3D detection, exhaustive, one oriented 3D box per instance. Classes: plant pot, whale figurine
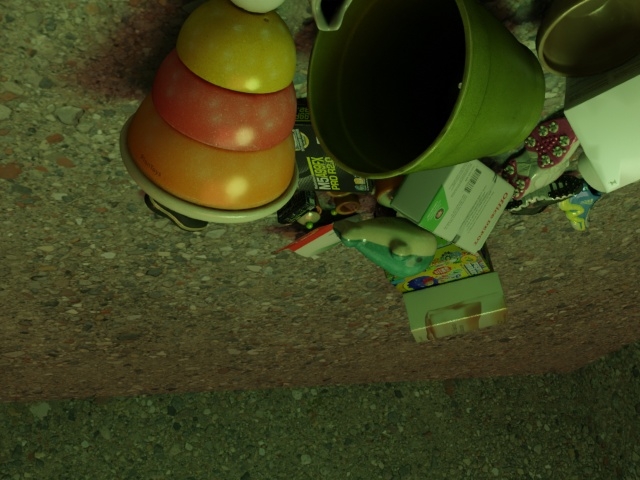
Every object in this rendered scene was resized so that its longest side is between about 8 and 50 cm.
[{"bbox_3d":[0.226,-0.289,1.274,0.353,0.367,0.366,-1,155,-43],"label":"plant pot"},{"bbox_3d":[0.161,0.017,1.760,0.272,0.216,0.141,6,110,-20],"label":"whale figurine"},{"bbox_3d":[0.518,-0.426,1.300,0.237,0.110,0.237,-7,153,-3],"label":"plant pot"}]

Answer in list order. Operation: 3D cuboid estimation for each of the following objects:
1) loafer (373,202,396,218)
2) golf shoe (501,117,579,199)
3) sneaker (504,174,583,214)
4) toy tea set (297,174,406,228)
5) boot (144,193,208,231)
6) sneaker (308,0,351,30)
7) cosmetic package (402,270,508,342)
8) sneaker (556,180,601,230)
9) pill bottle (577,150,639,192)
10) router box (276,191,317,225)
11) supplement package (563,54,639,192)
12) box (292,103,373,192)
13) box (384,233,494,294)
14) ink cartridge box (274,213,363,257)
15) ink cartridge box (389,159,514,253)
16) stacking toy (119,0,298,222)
[{"bbox_3d":[0.183,-0.071,1.982,0.061,0.062,0.170,30,161,8],"label":"loafer"},{"bbox_3d":[0.588,-0.220,1.761,0.140,0.115,0.306,-13,160,-23],"label":"golf shoe"},{"bbox_3d":[0.638,-0.126,1.979,0.234,0.078,0.106,-16,156,23],"label":"sneaker"},{"bbox_3d":[0.085,-0.107,1.785,0.336,0.124,0.200,-29,147,35],"label":"toy tea set"},{"bbox_3d":[-0.327,-0.095,1.747,0.137,0.077,0.198,-29,148,26],"label":"boot"},{"bbox_3d":[0.040,-0.456,1.071,0.111,0.129,0.297,-2,152,-9],"label":"sneaker"},{"bbox_3d":[0.418,0.209,2.120,0.296,0.129,0.153,-15,155,11],"label":"cosmetic package"},{"bbox_3d":[0.791,-0.105,2.047,0.126,0.091,0.240,-26,148,29],"label":"sneaker"},{"bbox_3d":[0.781,-0.246,1.674,0.169,0.169,0.301,5,151,-25],"label":"pill bottle"},{"bbox_3d":[-0.065,-0.105,1.779,0.038,0.092,0.122,16,145,-39],"label":"router box"},{"bbox_3d":[0.638,-0.266,1.416,0.198,0.263,0.199,-26,106,30],"label":"supplement package"},{"bbox_3d":[0.007,-0.204,1.570,0.216,0.060,0.270,2,152,10],"label":"box"},{"bbox_3d":[0.360,0.045,2.119,0.279,0.177,0.290,-20,152,19],"label":"box"},{"bbox_3d":[0.000,0.000,1.954,0.181,0.056,0.224,-30,176,36],"label":"ink cartridge box"},{"bbox_3d":[0.342,-0.110,1.755,0.289,0.121,0.211,24,99,-47],"label":"ink cartridge box"},{"bbox_3d":[-0.146,-0.298,1.207,0.350,0.351,0.480,4,136,-23],"label":"stacking toy"}]
